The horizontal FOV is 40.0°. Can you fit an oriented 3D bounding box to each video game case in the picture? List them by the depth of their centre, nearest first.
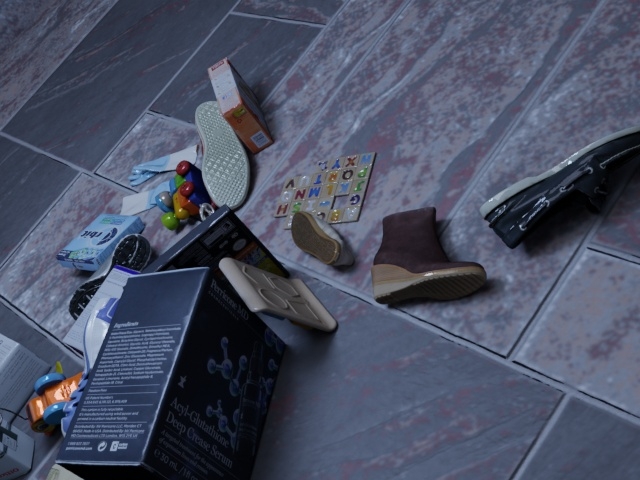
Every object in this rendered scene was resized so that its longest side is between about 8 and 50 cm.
[{"bbox_3d":[-0.236,0.086,1.856,0.275,0.248,0.035,-40,43,0],"label":"video game case"}]

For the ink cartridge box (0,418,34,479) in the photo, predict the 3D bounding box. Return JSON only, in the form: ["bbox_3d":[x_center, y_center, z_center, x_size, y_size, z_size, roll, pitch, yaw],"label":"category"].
[{"bbox_3d":[-0.764,0.456,1.950,0.153,0.208,0.087,-24,41,16],"label":"ink cartridge box"}]

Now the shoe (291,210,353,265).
[{"bbox_3d":[0.000,0.000,1.915,0.219,0.058,0.076,43,116,52],"label":"shoe"}]

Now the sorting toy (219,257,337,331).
[{"bbox_3d":[-0.090,0.115,1.780,0.038,0.208,0.193,-61,40,15],"label":"sorting toy"}]

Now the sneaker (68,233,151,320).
[{"bbox_3d":[-0.515,0.097,2.179,0.271,0.100,0.108,-49,9,0],"label":"sneaker"}]

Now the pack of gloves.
[{"bbox_3d":[-0.450,-0.169,2.381,0.232,0.046,0.195,-16,46,25],"label":"pack of gloves"}]

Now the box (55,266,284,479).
[{"bbox_3d":[-0.266,0.297,1.666,0.212,0.293,0.395,-8,51,30],"label":"box"}]

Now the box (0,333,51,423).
[{"bbox_3d":[-0.793,0.329,2.143,0.181,0.119,0.182,14,64,42],"label":"box"}]

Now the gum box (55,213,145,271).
[{"bbox_3d":[-0.573,0.003,2.289,0.157,0.041,0.184,4,41,38],"label":"gum box"}]

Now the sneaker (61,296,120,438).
[{"bbox_3d":[-0.406,0.278,1.830,0.182,0.127,0.315,-5,58,19],"label":"sneaker"}]

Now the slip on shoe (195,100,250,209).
[{"bbox_3d":[-0.250,-0.208,2.240,0.123,0.101,0.331,-14,56,-7],"label":"slip on shoe"}]

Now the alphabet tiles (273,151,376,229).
[{"bbox_3d":[0.004,-0.113,2.036,0.237,0.009,0.198,-6,52,31],"label":"alphabet tiles"}]

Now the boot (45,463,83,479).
[{"bbox_3d":[-0.449,0.468,1.803,0.203,0.095,0.262,4,52,44],"label":"boot"}]

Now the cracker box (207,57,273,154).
[{"bbox_3d":[-0.209,-0.351,2.281,0.067,0.155,0.232,-32,43,9],"label":"cracker box"}]

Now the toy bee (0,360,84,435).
[{"bbox_3d":[-0.594,0.365,1.965,0.298,0.162,0.195,-2,57,-3],"label":"toy bee"}]

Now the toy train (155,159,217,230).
[{"bbox_3d":[-0.338,-0.074,2.185,0.143,0.105,0.248,-38,41,17],"label":"toy train"}]

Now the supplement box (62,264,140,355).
[{"bbox_3d":[-0.476,0.184,2.048,0.114,0.111,0.220,13,63,42],"label":"supplement box"}]

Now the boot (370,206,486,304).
[{"bbox_3d":[0.211,0.014,1.717,0.248,0.090,0.206,-12,51,32],"label":"boot"}]

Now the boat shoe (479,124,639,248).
[{"bbox_3d":[0.468,-0.091,1.615,0.340,0.127,0.113,-27,72,3],"label":"boat shoe"}]
